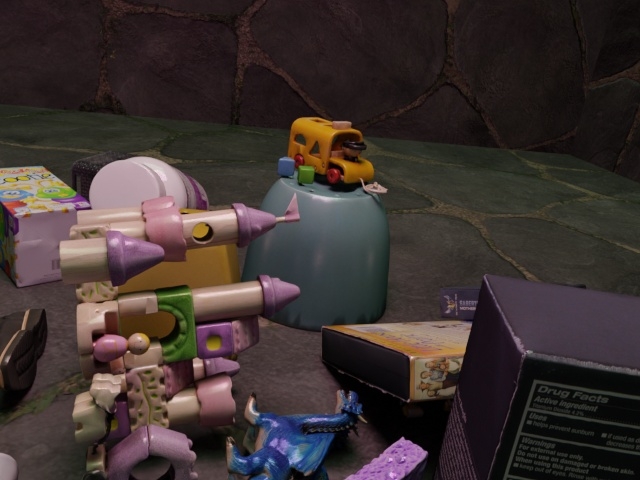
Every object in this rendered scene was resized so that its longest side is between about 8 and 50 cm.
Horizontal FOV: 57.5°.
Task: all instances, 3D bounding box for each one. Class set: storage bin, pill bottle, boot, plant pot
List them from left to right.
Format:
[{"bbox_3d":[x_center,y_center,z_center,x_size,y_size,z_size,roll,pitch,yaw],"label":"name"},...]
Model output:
[{"bbox_3d":[-0.462,0.154,0.794,0.137,0.076,0.198,-3,10,-15],"label":"boot"},{"bbox_3d":[-0.530,-0.148,1.464,0.085,0.122,0.180,13,21,13],"label":"storage bin"},{"bbox_3d":[-0.333,-0.073,1.154,0.169,0.169,0.301,9,-1,3],"label":"pill bottle"},{"bbox_3d":[-0.233,0.056,0.954,0.212,0.187,0.212,5,21,-7],"label":"plant pot"},{"bbox_3d":[0.000,0.000,1.117,0.293,0.235,0.293,7,22,-3],"label":"plant pot"}]

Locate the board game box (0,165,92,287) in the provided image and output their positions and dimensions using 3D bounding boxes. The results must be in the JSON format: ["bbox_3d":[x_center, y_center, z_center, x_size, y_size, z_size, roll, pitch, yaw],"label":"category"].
[{"bbox_3d":[-0.564,-0.039,1.139,0.144,0.142,0.275,-12,29,-42],"label":"board game box"}]

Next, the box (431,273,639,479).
[{"bbox_3d":[0.291,0.214,0.584,0.297,0.293,0.182,9,21,1],"label":"box"}]

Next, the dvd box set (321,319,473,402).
[{"bbox_3d":[0.247,0.163,0.867,0.421,0.062,0.308,1,-2,-20],"label":"dvd box set"}]

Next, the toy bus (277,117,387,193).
[{"bbox_3d":[0.030,-0.173,1.102,0.202,0.104,0.191,8,21,0],"label":"toy bus"}]

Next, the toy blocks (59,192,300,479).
[{"bbox_3d":[-0.139,0.097,0.679,0.260,0.288,0.309,-5,9,-18],"label":"toy blocks"}]

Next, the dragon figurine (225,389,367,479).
[{"bbox_3d":[-0.031,0.254,0.654,0.144,0.085,0.289,11,20,8],"label":"dragon figurine"}]

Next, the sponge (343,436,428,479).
[{"bbox_3d":[0.023,0.266,0.467,0.031,0.210,0.117,27,29,36],"label":"sponge"}]

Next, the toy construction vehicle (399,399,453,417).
[{"bbox_3d":[0.146,0.221,0.872,0.086,0.035,0.098,4,21,-11],"label":"toy construction vehicle"}]

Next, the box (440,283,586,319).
[{"bbox_3d":[0.355,0.110,1.064,0.184,0.059,0.233,-4,-5,42],"label":"box"}]

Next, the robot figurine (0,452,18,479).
[{"bbox_3d":[-0.416,0.204,0.483,0.300,0.199,0.353,26,12,-27],"label":"robot figurine"}]
